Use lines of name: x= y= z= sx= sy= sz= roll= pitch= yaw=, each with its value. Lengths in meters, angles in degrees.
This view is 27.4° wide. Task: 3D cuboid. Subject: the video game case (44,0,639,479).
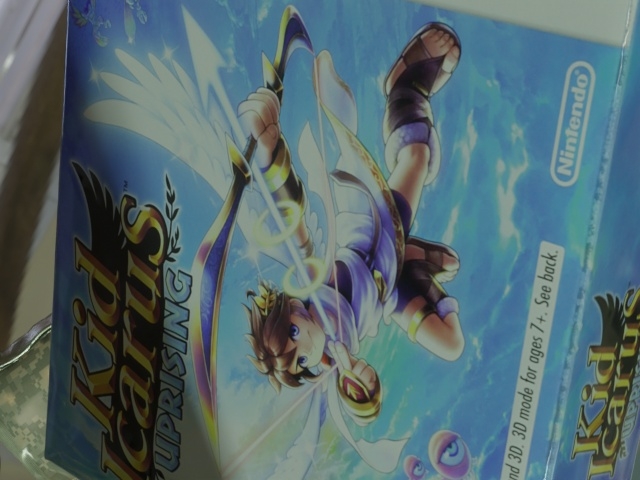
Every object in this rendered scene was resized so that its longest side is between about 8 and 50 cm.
video game case: x=0.000 y=0.000 z=0.466 sx=0.244 sy=0.269 sz=0.061 roll=22 pitch=-157 yaw=39

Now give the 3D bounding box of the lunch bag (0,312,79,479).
lunch bag: x=-0.158 y=0.153 z=1.260 sx=0.287 sy=0.235 sz=0.169 roll=45 pitch=-166 yaw=-34
